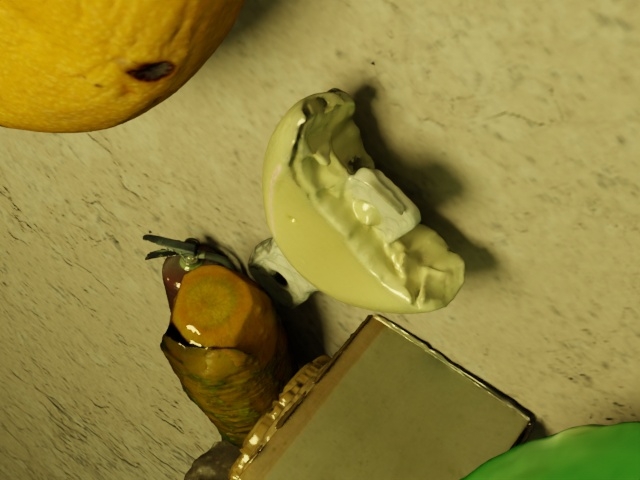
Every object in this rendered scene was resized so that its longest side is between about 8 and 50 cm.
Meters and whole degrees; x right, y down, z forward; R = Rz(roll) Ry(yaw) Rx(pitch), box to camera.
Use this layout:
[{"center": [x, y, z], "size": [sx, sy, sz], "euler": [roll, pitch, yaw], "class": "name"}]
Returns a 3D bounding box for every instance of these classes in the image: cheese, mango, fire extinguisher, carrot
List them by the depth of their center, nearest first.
[{"center": [-0.121, -0.141, 0.564], "size": [0.177, 0.120, 0.295], "euler": [38, 153, -12], "class": "mango"}, {"center": [0.000, -0.001, 0.684], "size": [0.127, 0.050, 0.235], "euler": [43, 158, -6], "class": "cheese"}, {"center": [-0.057, 0.078, 0.807], "size": [0.082, 0.082, 0.173], "euler": [29, 160, 19], "class": "carrot"}, {"center": [-0.083, 0.047, 0.854], "size": [0.064, 0.043, 0.158], "euler": [3, 144, 4], "class": "fire extinguisher"}]

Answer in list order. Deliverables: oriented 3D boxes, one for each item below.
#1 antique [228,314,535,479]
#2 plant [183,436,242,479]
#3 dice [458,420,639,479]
[{"center": [0.028, 0.154, 0.770], "size": [0.148, 0.147, 0.152], "euler": [35, 151, 15], "class": "antique"}, {"center": [-0.016, 0.233, 0.944], "size": [0.194, 0.129, 0.132], "euler": [36, 151, 12], "class": "plant"}, {"center": [0.181, 0.274, 0.570], "size": [0.300, 0.287, 0.297], "euler": [-14, 129, 43], "class": "dice"}]
